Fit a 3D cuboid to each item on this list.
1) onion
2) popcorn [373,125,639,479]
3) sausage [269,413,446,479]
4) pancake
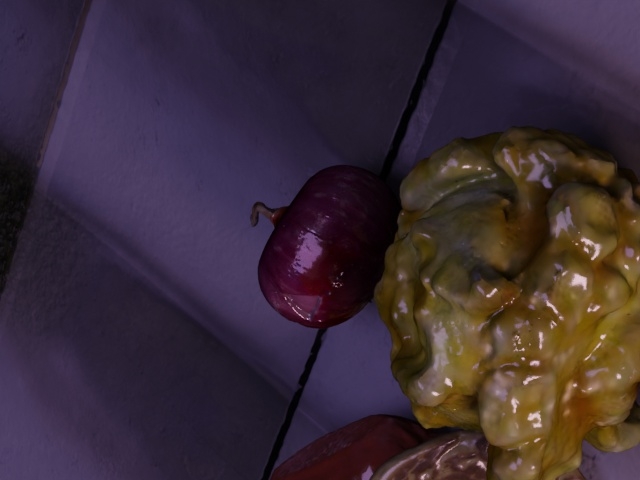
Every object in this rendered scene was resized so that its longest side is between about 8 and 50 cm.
[{"bbox_3d":[0.009,0.005,1.856,0.177,0.177,0.153,-32,106,39],"label":"onion"},{"bbox_3d":[0.180,0.059,1.649,0.279,0.274,0.335,40,120,33],"label":"popcorn"},{"bbox_3d":[0.039,0.267,1.881,0.254,0.148,0.148,-26,78,32],"label":"sausage"},{"bbox_3d":[0.153,0.295,1.776,0.250,0.031,0.250,2,111,5],"label":"pancake"}]
